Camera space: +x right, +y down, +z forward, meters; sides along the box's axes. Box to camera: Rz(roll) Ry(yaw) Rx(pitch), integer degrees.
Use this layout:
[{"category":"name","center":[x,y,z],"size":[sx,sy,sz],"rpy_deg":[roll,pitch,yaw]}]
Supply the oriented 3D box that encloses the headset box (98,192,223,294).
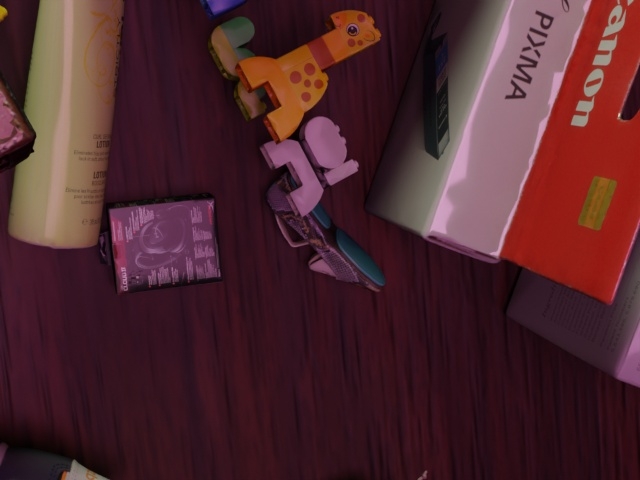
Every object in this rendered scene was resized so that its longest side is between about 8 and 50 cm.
[{"category":"headset box","center":[-0.114,0.002,0.751],"size":[0.083,0.032,0.062],"rpy_deg":[-7,100,-12]}]

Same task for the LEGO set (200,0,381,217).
[{"category":"LEGO set","center":[-0.021,-0.137,0.707],"size":[0.093,0.087,0.227],"rpy_deg":[-29,96,-11]}]

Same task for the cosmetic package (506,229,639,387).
[{"category":"cosmetic package","center":[0.257,0.026,0.772],"size":[0.151,0.184,0.151],"rpy_deg":[18,95,-17]}]

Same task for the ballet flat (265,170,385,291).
[{"category":"ballet flat","center":[0.000,0.000,0.782],"size":[0.041,0.041,0.114],"rpy_deg":[-42,106,-5]}]

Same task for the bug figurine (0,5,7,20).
[{"category":"bug figurine","center":[-0.284,-0.240,0.646],"size":[0.279,0.072,0.216],"rpy_deg":[43,81,-12]}]

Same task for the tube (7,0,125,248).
[{"category":"tube","center":[-0.160,-0.116,0.697],"size":[0.062,0.070,0.240],"rpy_deg":[5,100,-28]}]

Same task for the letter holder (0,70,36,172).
[{"category":"letter holder","center":[-0.310,-0.131,0.524],"size":[0.214,0.152,0.302],"rpy_deg":[-29,99,-13]}]

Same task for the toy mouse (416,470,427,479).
[{"category":"toy mouse","center":[0.040,0.234,0.830],"size":[0.161,0.031,0.143],"rpy_deg":[30,91,-17]}]

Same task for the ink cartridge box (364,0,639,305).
[{"category":"ink cartridge box","center":[0.140,-0.131,0.676],"size":[0.066,0.261,0.296],"rpy_deg":[18,94,-17]}]

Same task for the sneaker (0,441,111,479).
[{"category":"sneaker","center":[-0.217,0.302,0.726],"size":[0.127,0.126,0.321],"rpy_deg":[14,94,-11]}]
